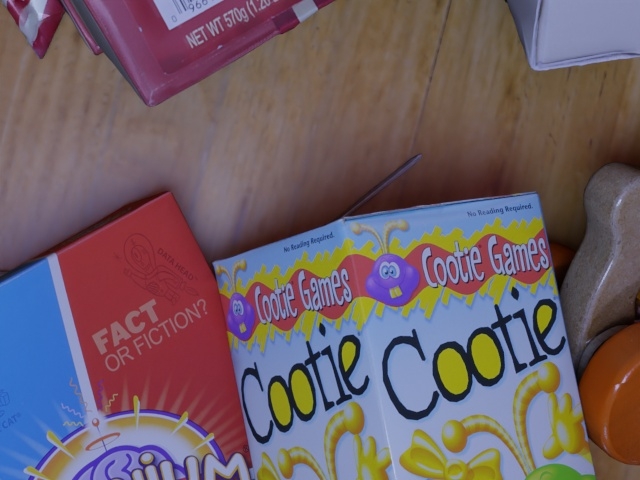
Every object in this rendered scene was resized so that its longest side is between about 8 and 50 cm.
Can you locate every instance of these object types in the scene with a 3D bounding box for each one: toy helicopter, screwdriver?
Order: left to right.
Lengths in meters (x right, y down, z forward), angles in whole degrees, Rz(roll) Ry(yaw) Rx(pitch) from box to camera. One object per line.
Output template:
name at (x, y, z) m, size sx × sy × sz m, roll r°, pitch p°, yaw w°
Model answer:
screwdriver at (0.000, 0.000, 0.993) m, size 0.170 × 0.024 × 0.025 m, roll -34°, pitch 65°, yaw -6°
toy helicopter at (0.262, -0.033, 0.950) m, size 0.235 × 0.140 × 0.355 m, roll 9°, pitch 109°, yaw -32°

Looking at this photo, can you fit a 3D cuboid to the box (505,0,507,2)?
box at (0.151, -0.192, 1.006) m, size 0.067 × 0.018 × 0.083 m, roll 0°, pitch 91°, yaw -6°

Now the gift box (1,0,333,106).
gift box at (-0.077, -0.220, 0.870) m, size 0.255 × 0.258 × 0.276 m, roll -26°, pitch 113°, yaw -7°

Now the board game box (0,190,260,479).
board game box at (-0.116, 0.164, 0.895) m, size 0.242 × 0.064 × 0.316 m, roll -33°, pitch 100°, yaw -37°

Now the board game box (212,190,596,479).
board game box at (0.055, 0.126, 0.897) m, size 0.142 × 0.144 × 0.275 m, roll -8°, pitch 84°, yaw -34°

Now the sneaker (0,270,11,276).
sneaker at (-0.263, 0.078, 0.900) m, size 0.282 × 0.153 × 0.099 m, roll -7°, pitch 92°, yaw -6°

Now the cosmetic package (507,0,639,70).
cosmetic package at (0.154, -0.254, 0.877) m, size 0.153 × 0.129 × 0.296 m, roll -10°, pitch 57°, yaw -6°
